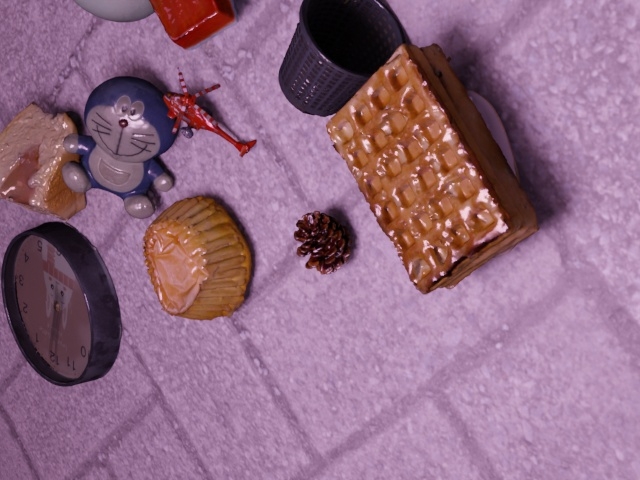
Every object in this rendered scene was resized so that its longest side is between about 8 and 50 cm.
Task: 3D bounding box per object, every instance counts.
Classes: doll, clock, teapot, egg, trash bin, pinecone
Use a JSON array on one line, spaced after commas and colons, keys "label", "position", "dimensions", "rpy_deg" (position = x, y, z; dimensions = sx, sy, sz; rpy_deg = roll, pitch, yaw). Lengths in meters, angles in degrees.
[{"label": "doll", "position": [-0.376, -0.191, 1.873], "dimensions": [0.228, 0.154, 0.258], "rpy_deg": [24, 132, -2]}, {"label": "clock", "position": [-0.605, 0.150, 2.233], "dimensions": [0.386, 0.076, 0.386], "rpy_deg": [14, 111, 40]}, {"label": "teapot", "position": [-0.560, -0.240, 2.105], "dimensions": [0.110, 0.042, 0.043], "rpy_deg": [-28, 83, 48]}, {"label": "egg", "position": [-0.378, -0.487, 1.771], "dimensions": [0.230, 0.168, 0.168], "rpy_deg": [32, 122, 26]}, {"label": "trash bin", "position": [0.020, -0.277, 1.483], "dimensions": [0.175, 0.175, 0.161], "rpy_deg": [60, 146, 12]}, {"label": "pinecone", "position": [0.003, -0.003, 1.612], "dimensions": [0.102, 0.102, 0.109], "rpy_deg": [22, 146, 37]}]

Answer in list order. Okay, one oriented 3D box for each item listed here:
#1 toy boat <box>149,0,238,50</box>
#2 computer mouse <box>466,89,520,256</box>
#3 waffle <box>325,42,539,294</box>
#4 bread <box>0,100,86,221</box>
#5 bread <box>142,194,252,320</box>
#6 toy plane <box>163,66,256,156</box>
[{"label": "toy boat", "position": [-0.244, -0.495, 1.662], "dimensions": [0.145, 0.133, 0.332], "rpy_deg": [-26, 85, 23]}, {"label": "computer mouse", "position": [0.223, -0.094, 1.406], "dimensions": [0.126, 0.056, 0.245], "rpy_deg": [-17, 87, 47]}, {"label": "waffle", "position": [0.153, -0.097, 1.375], "dimensions": [0.213, 0.091, 0.308], "rpy_deg": [-42, 70, 44]}, {"label": "bread", "position": [-0.590, -0.156, 2.102], "dimensions": [0.183, 0.211, 0.224], "rpy_deg": [22, 80, 24]}, {"label": "bread", "position": [-0.241, 0.036, 1.814], "dimensions": [0.239, 0.139, 0.240], "rpy_deg": [6, 100, 39]}, {"label": "toy plane", "position": [-0.201, -0.220, 1.761], "dimensions": [0.194, 0.126, 0.077], "rpy_deg": [18, 156, 2]}]
